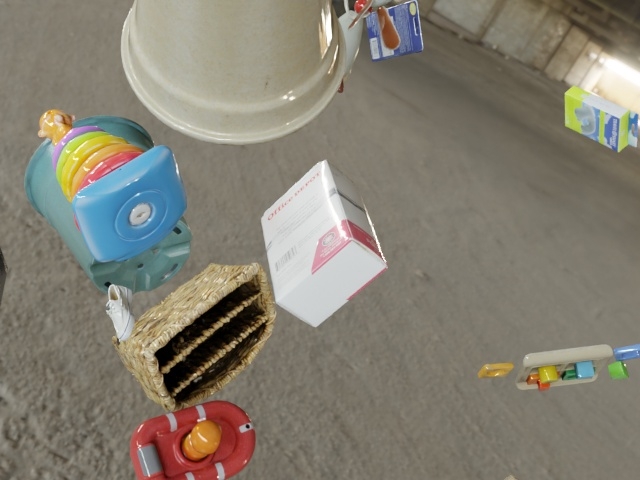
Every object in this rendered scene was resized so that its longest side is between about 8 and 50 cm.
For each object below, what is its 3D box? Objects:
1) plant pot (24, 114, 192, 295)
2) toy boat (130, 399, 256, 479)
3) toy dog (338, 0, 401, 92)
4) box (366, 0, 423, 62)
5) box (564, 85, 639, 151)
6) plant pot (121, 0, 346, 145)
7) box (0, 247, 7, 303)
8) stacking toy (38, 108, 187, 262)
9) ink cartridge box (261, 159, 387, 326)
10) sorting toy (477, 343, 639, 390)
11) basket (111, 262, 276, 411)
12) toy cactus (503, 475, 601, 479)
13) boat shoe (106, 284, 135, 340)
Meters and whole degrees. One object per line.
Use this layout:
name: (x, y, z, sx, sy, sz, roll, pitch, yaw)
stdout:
plant pot: (-0.488, -0.067, 1.994, 0.341, 0.341, 0.334, 9, 33, -47)
toy boat: (-0.219, 0.368, 1.506, 0.231, 0.151, 0.151, -11, 70, -35)
toy dog: (0.085, -0.489, 2.012, 0.220, 0.334, 0.161, -4, 50, -35)
box: (0.211, -0.573, 2.279, 0.036, 0.137, 0.225, -14, 11, -31)
box: (0.656, -0.282, 1.948, 0.178, 0.042, 0.109, 37, -23, 39)
plant pot: (-0.109, -0.347, 1.099, 0.333, 0.334, 0.305, 33, -24, 8)
box: (-0.641, 0.108, 1.417, 0.143, 0.165, 0.271, 0, 53, -5)
stacking toy: (-0.364, -0.121, 1.320, 0.175, 0.166, 0.302, -35, 56, -22)
ink cartridge box: (0.000, 0.000, 1.687, 0.117, 0.207, 0.283, 36, 23, -32)
sorting toy: (0.507, 0.279, 1.738, 0.196, 0.347, 0.047, 74, 10, -63)
basket: (-0.224, 0.204, 1.668, 0.223, 0.299, 0.214, -2, -58, 58)
toy cactus: (0.355, 0.446, 1.299, 0.180, 0.219, 0.112, 42, 9, -3)
boat shoe: (-0.277, 0.096, 1.137, 0.035, 0.035, 0.100, 27, 28, -31)
